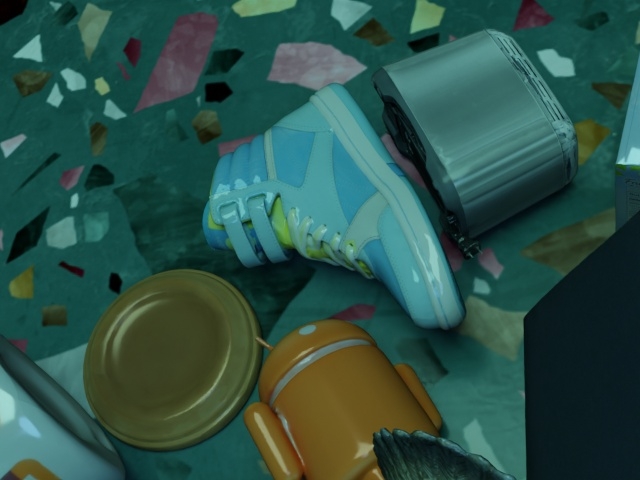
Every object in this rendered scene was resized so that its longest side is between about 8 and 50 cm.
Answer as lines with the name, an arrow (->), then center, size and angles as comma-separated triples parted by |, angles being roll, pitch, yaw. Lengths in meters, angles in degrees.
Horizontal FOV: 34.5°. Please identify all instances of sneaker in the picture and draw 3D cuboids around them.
sneaker -> 0.000, 0.000, 1.033 | 0.208, 0.127, 0.319 | -28, 50, 0

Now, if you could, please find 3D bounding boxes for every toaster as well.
toaster -> 0.158, -0.105, 1.032 | 0.146, 0.129, 0.227 | -27, 58, 0

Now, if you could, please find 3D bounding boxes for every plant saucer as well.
plant saucer -> -0.159, 0.117, 1.071 | 0.199, 0.037, 0.200 | -7, 63, 13

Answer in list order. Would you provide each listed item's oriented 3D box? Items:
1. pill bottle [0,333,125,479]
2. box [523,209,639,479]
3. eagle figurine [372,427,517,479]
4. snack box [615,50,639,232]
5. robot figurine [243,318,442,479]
pill bottle -> -0.393, 0.284, 0.953 | 0.392, 0.224, 0.224 | -45, 60, -8
box -> 0.328, 0.166, 0.537 | 0.395, 0.212, 0.294 | 10, 64, -10
eagle figurine -> 0.146, 0.256, 0.734 | 0.226, 0.298, 0.225 | 22, 96, 46
snack box -> 0.313, -0.087, 0.929 | 0.070, 0.207, 0.175 | 9, 68, 21
robot figurine -> 0.022, 0.162, 0.937 | 0.158, 0.128, 0.219 | -34, 56, -2
